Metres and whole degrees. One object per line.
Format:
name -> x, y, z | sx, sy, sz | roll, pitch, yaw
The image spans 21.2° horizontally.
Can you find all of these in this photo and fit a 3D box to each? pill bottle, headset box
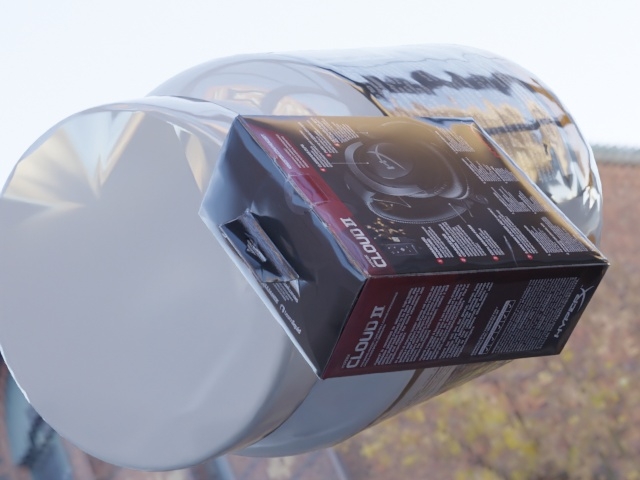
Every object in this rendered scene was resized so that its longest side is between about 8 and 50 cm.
pill bottle -> 0.000, 0.000, 0.711 | 0.162, 0.162, 0.278 | -43, -14, 27
headset box -> 0.016, 0.000, 0.405 | 0.083, 0.062, 0.032 | -4, -50, -37
